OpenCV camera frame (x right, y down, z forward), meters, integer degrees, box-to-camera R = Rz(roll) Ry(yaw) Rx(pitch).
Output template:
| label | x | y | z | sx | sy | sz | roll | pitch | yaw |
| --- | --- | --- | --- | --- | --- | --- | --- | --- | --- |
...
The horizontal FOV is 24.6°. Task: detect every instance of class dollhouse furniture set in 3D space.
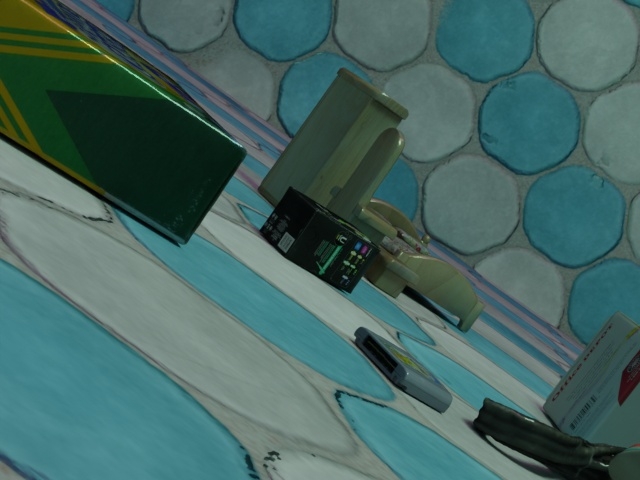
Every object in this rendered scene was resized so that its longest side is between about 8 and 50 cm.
| label | x | y | z | sx | sy | sz | roll | pitch | yaw |
| --- | --- | --- | --- | --- | --- | --- | --- | --- | --- |
| dollhouse furniture set | 0.131 | -0.022 | 1.688 | 0.355 | 0.174 | 0.303 | 32 | 6 | -29 |

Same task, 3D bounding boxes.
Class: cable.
| label | x | y | z | sx | sy | sz | roll | pitch | yaw |
| --- | --- | --- | --- | --- | --- | --- | --- | --- | --- |
| cable | 0.223 | 0.162 | 1.155 | 0.287 | 0.072 | 0.139 | 32 | 2 | -30 |

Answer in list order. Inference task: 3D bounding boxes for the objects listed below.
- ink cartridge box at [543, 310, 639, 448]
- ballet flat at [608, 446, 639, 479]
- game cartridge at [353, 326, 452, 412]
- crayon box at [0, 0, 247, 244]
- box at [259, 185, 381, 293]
| label | x | y | z | sx | sy | sz | roll | pitch | yaw |
| --- | --- | --- | --- | --- | --- | --- | --- | --- | --- |
| ink cartridge box | 0.291 | 0.149 | 1.394 | 0.072 | 0.127 | 0.175 | 36 | 5 | -6 |
| ballet flat | 0.293 | 0.228 | 1.046 | 0.213 | 0.072 | 0.068 | 35 | 49 | -3 |
| game cartridge | 0.061 | 0.093 | 1.057 | 0.056 | 0.017 | 0.083 | 36 | 4 | -32 |
| crayon box | -0.219 | -0.137 | 0.977 | 0.323 | 0.083 | 0.203 | 32 | 6 | -26 |
| box | 0.000 | 0.000 | 1.313 | 0.083 | 0.052 | 0.062 | 30 | 7 | -35 |
